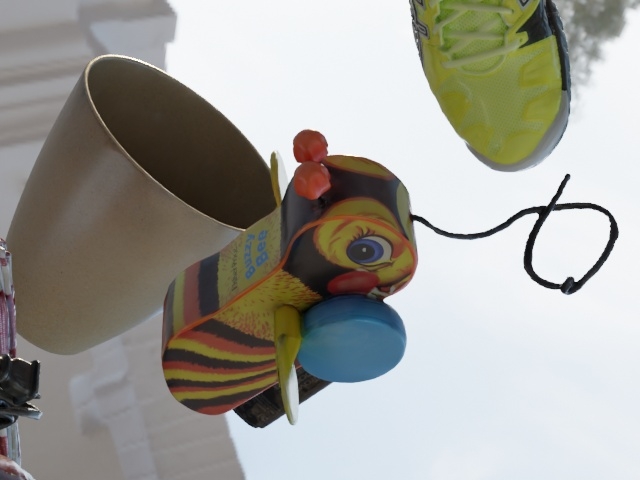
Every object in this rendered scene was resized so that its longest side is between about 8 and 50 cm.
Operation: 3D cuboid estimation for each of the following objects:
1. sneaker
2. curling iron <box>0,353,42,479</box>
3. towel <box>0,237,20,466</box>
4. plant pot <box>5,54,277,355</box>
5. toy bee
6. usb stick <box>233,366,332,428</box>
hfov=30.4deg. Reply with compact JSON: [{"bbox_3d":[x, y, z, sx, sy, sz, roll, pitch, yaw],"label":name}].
[{"bbox_3d":[0.122,-0.245,1.068,0.147,0.145,0.384,-17,-89,-63],"label":"sneaker"},{"bbox_3d":[-0.149,0.124,0.594,0.068,0.274,0.035,-8,-121,-2],"label":"curling iron"},{"bbox_3d":[-0.349,0.121,0.920,0.237,0.328,0.037,9,-150,6],"label":"towel"},{"bbox_3d":[-0.223,-0.012,1.262,0.256,0.274,0.256,37,-156,-19],"label":"plant pot"},{"bbox_3d":[0.000,0.000,0.736,0.298,0.162,0.195,-39,-140,6],"label":"toy bee"},{"bbox_3d":[-0.011,0.173,1.632,0.077,0.278,0.045,44,-153,-17],"label":"usb stick"}]
